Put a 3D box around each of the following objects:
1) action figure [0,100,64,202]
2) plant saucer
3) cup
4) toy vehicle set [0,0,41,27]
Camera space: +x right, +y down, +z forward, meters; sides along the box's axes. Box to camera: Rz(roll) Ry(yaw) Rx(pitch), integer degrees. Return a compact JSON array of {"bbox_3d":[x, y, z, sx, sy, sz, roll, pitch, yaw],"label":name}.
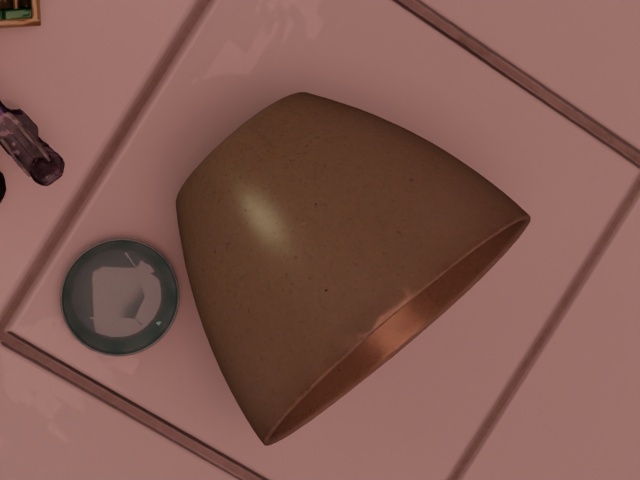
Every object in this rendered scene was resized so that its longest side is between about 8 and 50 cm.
[{"bbox_3d":[-0.354,-0.161,1.733,0.185,0.099,0.285,-31,114,10],"label":"action figure"},{"bbox_3d":[-0.201,0.055,1.878,0.119,0.021,0.119,-2,100,-15],"label":"plant saucer"},{"bbox_3d":[0.000,0.000,1.796,0.331,0.331,0.237,-40,80,-5],"label":"cup"},{"bbox_3d":[-0.400,-0.276,1.764,0.267,0.035,0.166,-5,101,-13],"label":"toy vehicle set"}]
